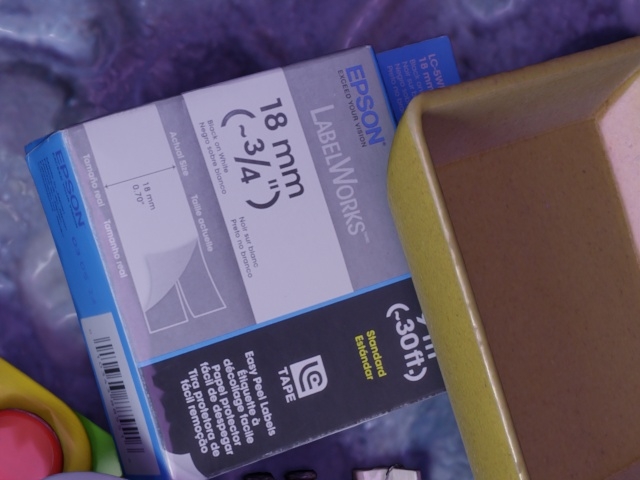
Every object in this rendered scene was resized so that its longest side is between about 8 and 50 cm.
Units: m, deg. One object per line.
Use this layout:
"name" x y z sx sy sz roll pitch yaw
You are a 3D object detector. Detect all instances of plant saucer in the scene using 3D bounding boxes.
"plant saucer" 0.174 0.045 1.300 0.333 0.081 0.332 -18 92 -49

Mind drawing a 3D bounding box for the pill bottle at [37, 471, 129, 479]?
"pill bottle" -0.176 0.290 1.186 0.169 0.169 0.301 20 123 -7

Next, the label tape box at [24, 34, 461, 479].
"label tape box" 0.000 0.000 1.286 0.334 0.106 0.240 -18 91 -23

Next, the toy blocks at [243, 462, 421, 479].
"toy blocks" 0.099 0.309 1.259 0.289 0.260 0.309 -4 90 -8

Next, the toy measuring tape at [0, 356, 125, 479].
"toy measuring tape" -0.261 0.120 1.290 0.330 0.121 0.121 34 84 2
